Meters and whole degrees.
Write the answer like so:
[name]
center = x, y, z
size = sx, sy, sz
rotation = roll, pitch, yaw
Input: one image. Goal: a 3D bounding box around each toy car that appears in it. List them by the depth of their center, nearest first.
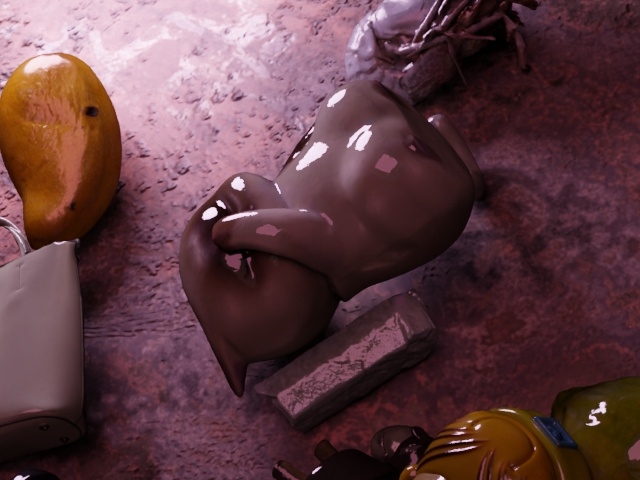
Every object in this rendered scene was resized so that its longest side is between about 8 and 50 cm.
[toy car]
center = 0.144, 0.276, 1.777
size = 0.200, 0.142, 0.248
rotation = 46, 119, 46

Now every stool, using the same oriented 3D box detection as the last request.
[stool]
center = 0.039, 0.256, 1.902
size = 0.217, 0.125, 0.121
rotation = -43, 48, -20

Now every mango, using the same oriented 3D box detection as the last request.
[mango]
center = -0.321, -0.109, 2.277
size = 0.157, 0.109, 0.262
rotation = -10, 73, 11

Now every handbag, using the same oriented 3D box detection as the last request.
[handbag]
center = -0.385, 0.101, 2.144
size = 0.241, 0.109, 0.315
rotation = -17, 65, 12

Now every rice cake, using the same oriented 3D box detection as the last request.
[rice cake]
center = 0.035, 0.134, 2.010
size = 0.206, 0.063, 0.069
rotation = -35, 60, 0

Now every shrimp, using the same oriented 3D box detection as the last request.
[shrimp]
center = 0.182, -0.267, 2.168
size = 0.343, 0.116, 0.145
rotation = -31, 54, 10

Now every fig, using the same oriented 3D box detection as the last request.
[fig]
center = 0.307, 0.202, 1.802
size = 0.167, 0.167, 0.233
rotation = -42, 62, -7

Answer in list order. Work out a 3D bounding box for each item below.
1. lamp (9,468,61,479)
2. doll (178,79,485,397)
[lamp]
center = -0.182, 0.370, 1.967
size = 0.371, 0.108, 0.130
rotation = 22, 56, 16
[doll]
center = 0.005, -0.020, 2.017
size = 0.370, 0.226, 0.215
rotation = -32, 57, 1
